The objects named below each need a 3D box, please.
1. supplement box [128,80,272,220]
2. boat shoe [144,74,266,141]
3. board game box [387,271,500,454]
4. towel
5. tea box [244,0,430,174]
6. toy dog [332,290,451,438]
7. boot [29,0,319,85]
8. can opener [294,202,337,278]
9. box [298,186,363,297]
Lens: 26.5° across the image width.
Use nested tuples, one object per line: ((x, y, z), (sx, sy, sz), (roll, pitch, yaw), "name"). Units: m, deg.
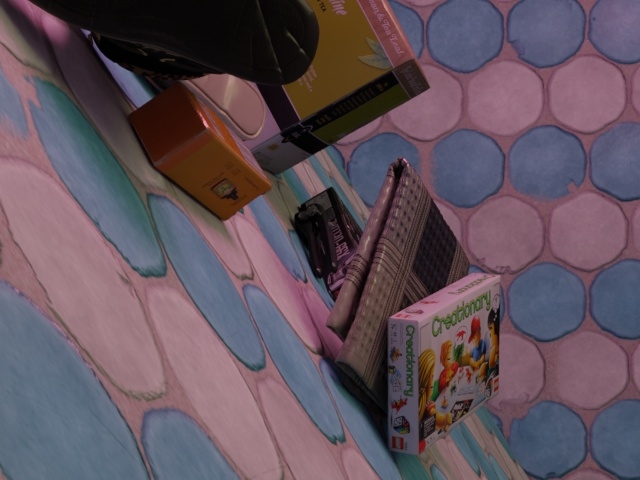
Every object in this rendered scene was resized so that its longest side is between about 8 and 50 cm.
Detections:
((-0.136, -0.100, 1.593), (0.080, 0.078, 0.233), (58, 5, 23), "supplement box")
((-0.197, -0.235, 1.788), (0.335, 0.095, 0.112), (47, 48, -43), "boat shoe")
((0.184, 0.171, 1.976), (0.305, 0.053, 0.193), (-22, 114, -59), "board game box")
((0.116, 0.095, 1.950), (0.312, 0.056, 0.324), (52, 50, -52), "towel")
((-0.014, -0.288, 2.260), (0.220, 0.323, 0.329), (63, 6, 6), "tea box")
((0.136, 0.146, 2.188), (0.161, 0.220, 0.333), (18, -30, 40), "toy dog")
((-0.212, -0.264, 1.424), (0.377, 0.138, 0.284), (19, -2, -21), "boot")
((0.000, 0.000, 2.229), (0.073, 0.059, 0.186), (55, 7, -32), "can opener")
((0.076, 0.076, 2.381), (0.242, 0.076, 0.307), (55, 8, -31), "box")
